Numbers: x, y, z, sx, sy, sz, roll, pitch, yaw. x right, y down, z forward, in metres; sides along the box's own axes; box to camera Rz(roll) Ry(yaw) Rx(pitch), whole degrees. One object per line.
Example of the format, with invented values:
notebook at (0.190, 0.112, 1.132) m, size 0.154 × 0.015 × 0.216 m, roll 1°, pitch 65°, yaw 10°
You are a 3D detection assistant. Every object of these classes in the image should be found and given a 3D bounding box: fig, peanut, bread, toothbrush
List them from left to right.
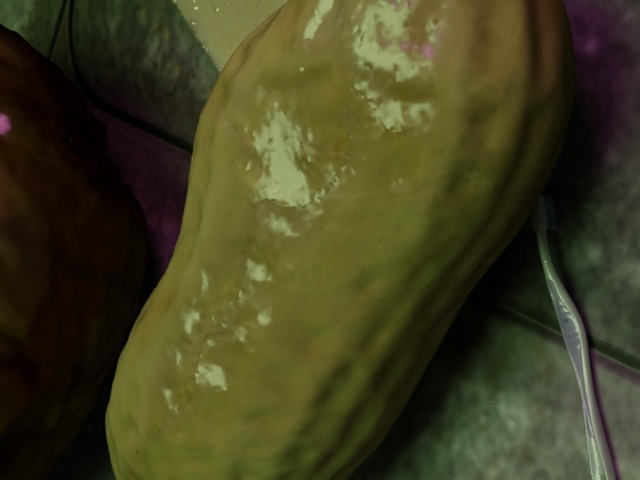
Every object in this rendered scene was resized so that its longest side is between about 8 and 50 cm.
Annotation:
fig at (-0.283, 0.010, 0.896) m, size 0.286 × 0.368 × 0.286 m, roll -6°, pitch 82°, yaw 46°
bread at (-0.034, -0.118, 0.904) m, size 0.068 × 0.028 × 0.154 m, roll -54°, pitch 51°, yaw 26°
peanut at (0.000, 0.000, 0.782) m, size 0.147 × 0.147 × 0.319 m, roll 51°, pitch 126°, yaw 37°
toothbrush at (0.103, 0.041, 0.750) m, size 0.011 × 0.013 × 0.131 m, roll -32°, pitch 63°, yaw 49°
